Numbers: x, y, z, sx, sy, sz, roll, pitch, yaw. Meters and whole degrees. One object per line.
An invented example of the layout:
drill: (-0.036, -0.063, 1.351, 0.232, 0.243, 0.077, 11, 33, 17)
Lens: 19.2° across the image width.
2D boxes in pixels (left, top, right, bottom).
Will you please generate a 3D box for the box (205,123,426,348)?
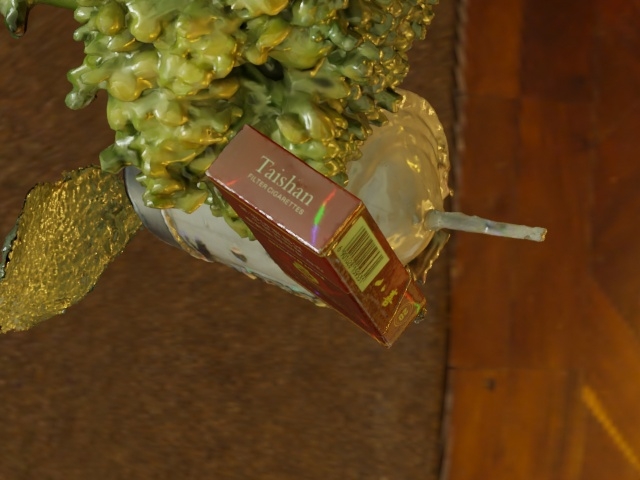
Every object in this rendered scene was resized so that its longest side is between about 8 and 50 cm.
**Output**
box: (0.000, 0.000, 0.616, 0.023, 0.051, 0.082, -50, 150, -8)

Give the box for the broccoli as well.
broccoli: (-0.060, -0.098, 1.013, 0.273, 0.242, 0.180, -9, 106, 9)

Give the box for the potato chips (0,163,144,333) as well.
potato chips: (-0.253, 0.022, 1.731, 0.228, 0.059, 0.167, -29, 139, -51)

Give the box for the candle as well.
candle: (0.010, -0.043, 1.464, 0.187, 0.330, 0.187, -26, 125, -43)
